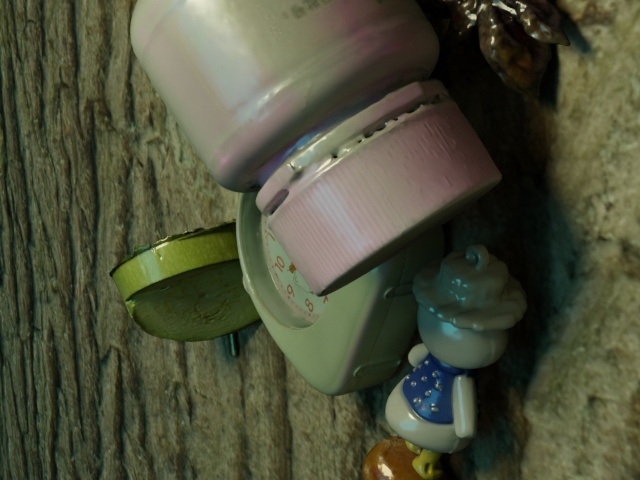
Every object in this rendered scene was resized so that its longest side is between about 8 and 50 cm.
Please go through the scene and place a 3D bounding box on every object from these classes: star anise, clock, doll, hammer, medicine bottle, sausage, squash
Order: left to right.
[{"bbox_3d":[-0.177,0.056,1.406,0.220,0.220,0.133,-38,65,53],"label":"squash"},{"bbox_3d":[-0.141,0.079,1.543,0.062,0.013,0.198,2,100,55],"label":"hammer"},{"bbox_3d":[-0.001,-0.135,0.973,0.325,0.256,0.256,56,142,5],"label":"medicine bottle"},{"bbox_3d":[0.000,0.000,1.234,0.324,0.109,0.265,52,138,36],"label":"clock"},{"bbox_3d":[0.135,0.342,1.134,0.270,0.109,0.109,59,141,27],"label":"sausage"},{"bbox_3d":[0.137,0.125,1.070,0.138,0.119,0.293,-118,30,-51],"label":"doll"},{"bbox_3d":[0.159,-0.241,0.970,0.197,0.073,0.212,10,104,52],"label":"star anise"}]
